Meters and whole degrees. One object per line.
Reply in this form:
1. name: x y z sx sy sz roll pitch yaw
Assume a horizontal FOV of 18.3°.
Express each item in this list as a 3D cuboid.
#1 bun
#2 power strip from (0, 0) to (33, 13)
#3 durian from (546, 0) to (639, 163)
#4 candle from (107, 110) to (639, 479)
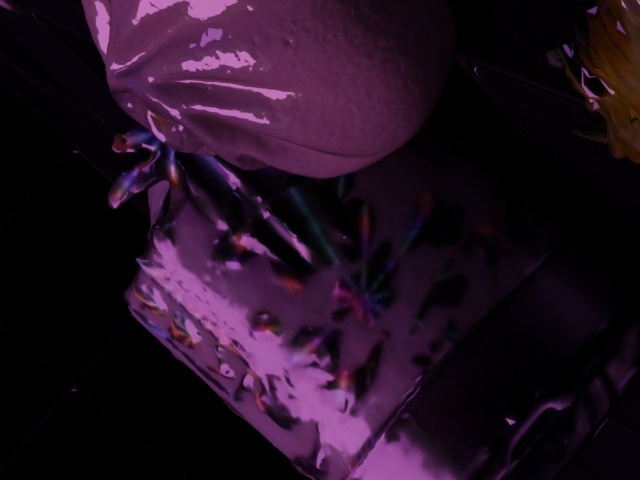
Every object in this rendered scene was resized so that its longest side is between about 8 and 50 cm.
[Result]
1. bun: -0.033 -0.092 0.833 0.173 0.120 0.173 40 171 8
2. power strip: -0.234 -0.247 1.057 0.257 0.092 0.251 42 -178 -20
3. durian: 0.087 -0.081 0.289 0.132 0.106 0.375 41 173 10
4. candle: 0.000 0.000 0.985 0.330 0.187 0.187 42 173 9
